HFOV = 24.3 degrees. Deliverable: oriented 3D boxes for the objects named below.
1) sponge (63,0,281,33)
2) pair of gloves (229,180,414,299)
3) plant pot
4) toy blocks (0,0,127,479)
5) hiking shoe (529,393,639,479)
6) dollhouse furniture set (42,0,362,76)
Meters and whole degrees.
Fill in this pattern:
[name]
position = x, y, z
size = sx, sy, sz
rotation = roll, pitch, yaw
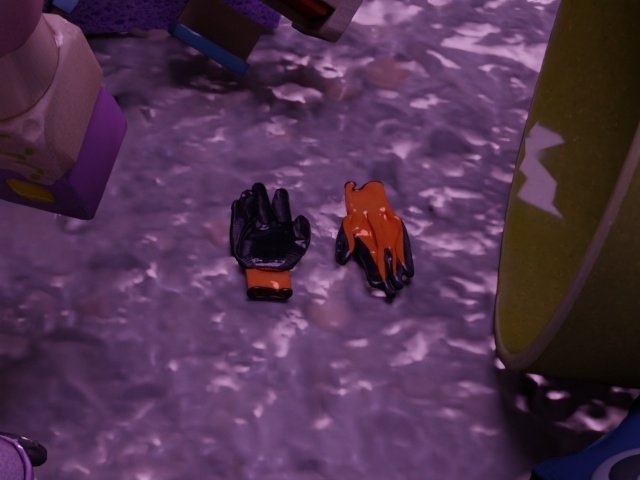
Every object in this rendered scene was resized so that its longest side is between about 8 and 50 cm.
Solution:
[sponge]
position = -0.132, -0.155, 0.816
size = 0.210, 0.031, 0.117
rotation = -4, 42, -17
[pair of gloves]
position = 0.000, 0.000, 0.681
size = 0.083, 0.010, 0.074
rotation = -2, 43, -10
[plant pot]
position = 0.250, -0.040, 0.599
size = 0.293, 0.275, 0.275
rotation = 16, 40, -1
[toy blocks]
position = -0.212, -0.078, 0.451
size = 0.288, 0.260, 0.309
rotation = 9, 70, 10
[hiking shoe]
position = 0.042, 0.122, 0.474
size = 0.132, 0.113, 0.304
rotation = 19, 32, 27
[dollhouse furniture set]
position = -0.084, -0.117, 0.700
size = 0.183, 0.129, 0.129
rotation = 30, 3, -17
